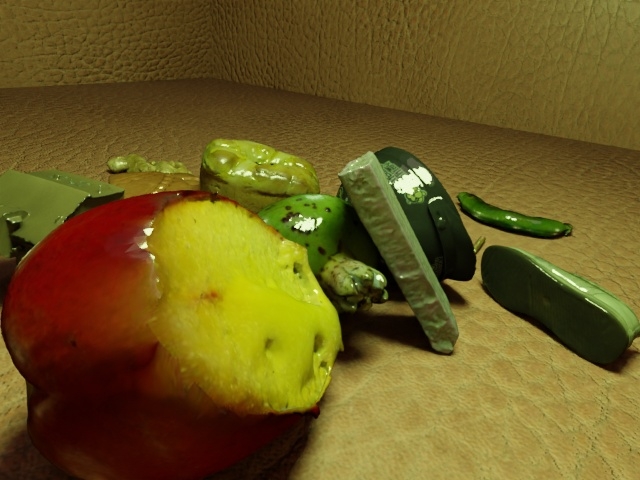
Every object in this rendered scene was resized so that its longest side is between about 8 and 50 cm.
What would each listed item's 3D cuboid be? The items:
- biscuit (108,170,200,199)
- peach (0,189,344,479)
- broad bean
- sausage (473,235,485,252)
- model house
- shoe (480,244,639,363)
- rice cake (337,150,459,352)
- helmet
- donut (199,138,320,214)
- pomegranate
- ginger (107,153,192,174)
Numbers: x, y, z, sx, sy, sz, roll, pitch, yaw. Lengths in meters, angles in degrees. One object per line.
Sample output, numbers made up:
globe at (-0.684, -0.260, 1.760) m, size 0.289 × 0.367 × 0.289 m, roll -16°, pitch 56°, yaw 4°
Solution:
biscuit at (-0.358, -0.115, 1.143) m, size 0.307 × 0.043 × 0.284 m, roll 14°, pitch 28°, yaw 15°
peach at (-0.109, 0.083, 0.495) m, size 0.339 × 0.280 × 0.281 m, roll -10°, pitch 28°, yaw -32°
broad bean at (0.454, -0.059, 1.212) m, size 0.292 × 0.049 × 0.144 m, roll 20°, pitch 21°, yaw 25°
sausage at (0.334, 0.009, 1.061) m, size 0.015 × 0.015 × 0.100 m, roll 17°, pitch 26°, yaw 25°
model house at (-0.430, 0.003, 0.700) m, size 0.181 × 0.176 × 0.248 m, roll 17°, pitch 21°, yaw 24°
shoe at (0.370, 0.085, 0.795) m, size 0.098 × 0.103 × 0.275 m, roll -8°, pitch 33°, yaw -30°
rice cake at (0.113, 0.014, 0.693) m, size 0.050 × 0.297 × 0.106 m, roll -26°, pitch 19°, yaw 13°
helmet at (0.119, -0.017, 0.853) m, size 0.161 × 0.230 × 0.278 m, roll -26°, pitch 56°, yaw -13°
donut at (-0.131, -0.129, 1.091) m, size 0.262 × 0.128 × 0.208 m, roll 16°, pitch 24°, yaw -9°
pomegranate at (-0.001, 0.033, 0.709) m, size 0.202 × 0.202 × 0.248 m, roll -7°, pitch 19°, yaw -27°
ginger at (-0.442, -0.193, 1.316) m, size 0.193 × 0.052 × 0.176 m, roll -10°, pitch 22°, yaw -33°
